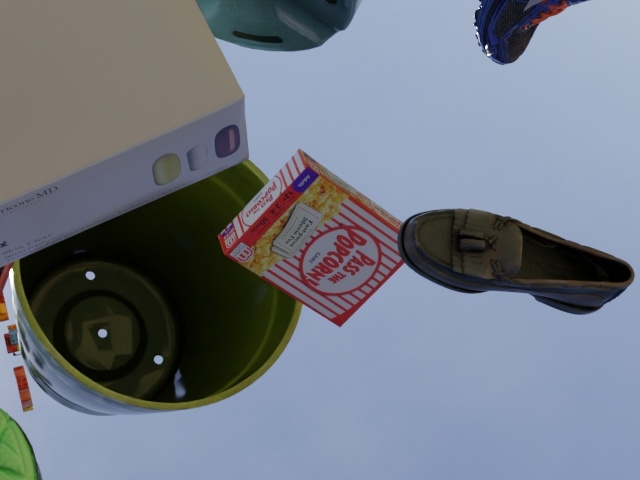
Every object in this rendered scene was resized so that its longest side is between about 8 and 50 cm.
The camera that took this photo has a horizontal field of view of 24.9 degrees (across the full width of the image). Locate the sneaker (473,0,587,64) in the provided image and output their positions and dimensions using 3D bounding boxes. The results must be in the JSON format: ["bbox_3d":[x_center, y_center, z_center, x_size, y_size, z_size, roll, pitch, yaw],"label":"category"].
[{"bbox_3d":[0.207,-0.228,1.267,0.087,0.221,0.083,44,-130,12],"label":"sneaker"}]

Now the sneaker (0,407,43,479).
[{"bbox_3d":[-0.429,0.298,1.702,0.202,0.185,0.483,45,155,-25],"label":"sneaker"}]

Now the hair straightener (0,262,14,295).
[{"bbox_3d":[-0.364,0.047,1.498,0.089,0.230,0.047,19,-166,-43],"label":"hair straightener"}]

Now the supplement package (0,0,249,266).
[{"bbox_3d":[-0.224,-0.133,1.328,0.204,0.262,0.145,63,171,17],"label":"supplement package"}]

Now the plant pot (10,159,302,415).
[{"bbox_3d":[-0.253,0.080,1.905,0.366,0.353,0.366,8,-111,-20],"label":"plant pot"}]

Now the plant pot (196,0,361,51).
[{"bbox_3d":[-0.037,-0.400,1.497,0.341,0.341,0.334,33,-119,-24],"label":"plant pot"}]

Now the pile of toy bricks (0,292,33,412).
[{"bbox_3d":[-0.486,0.150,2.106,0.105,0.118,0.212,118,136,-70],"label":"pile of toy bricks"}]

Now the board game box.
[{"bbox_3d":[0.000,0.000,1.713,0.193,0.147,0.045,33,-161,-31],"label":"board game box"}]

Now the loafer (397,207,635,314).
[{"bbox_3d":[0.215,0.013,1.560,0.267,0.084,0.096,14,-111,-24],"label":"loafer"}]
